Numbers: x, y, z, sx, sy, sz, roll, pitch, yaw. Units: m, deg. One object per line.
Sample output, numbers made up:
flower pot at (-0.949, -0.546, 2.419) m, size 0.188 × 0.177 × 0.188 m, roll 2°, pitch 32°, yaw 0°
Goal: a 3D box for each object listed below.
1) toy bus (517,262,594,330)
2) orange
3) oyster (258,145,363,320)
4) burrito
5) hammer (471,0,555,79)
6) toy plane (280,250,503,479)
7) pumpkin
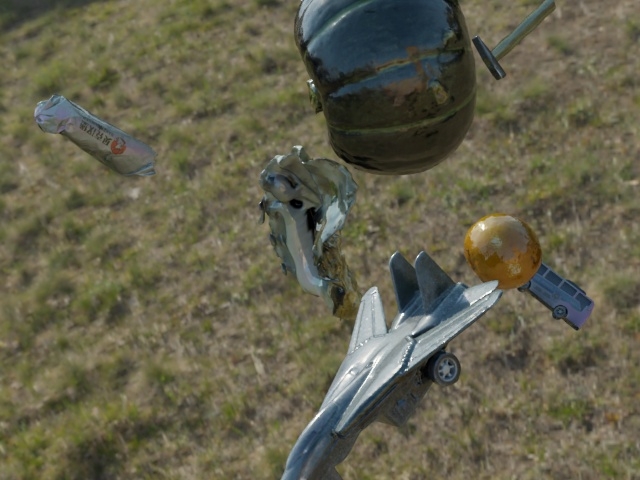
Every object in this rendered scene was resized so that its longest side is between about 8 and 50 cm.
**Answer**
toy bus at (0.304, 0.064, 1.246) m, size 0.130 × 0.037 × 0.052 m, roll 39°, pitch 85°, yaw 14°
orange at (0.185, 0.012, 0.951) m, size 0.070 × 0.083 × 0.083 m, roll -34°, pitch 37°, yaw -11°
oyster at (0.001, -0.001, 1.504) m, size 0.115 × 0.351 × 0.238 m, roll -32°, pitch 38°, yaw -15°
burrito at (-0.328, -0.149, 1.368) m, size 0.064 × 0.203 × 0.064 m, roll -21°, pitch 56°, yaw 34°
hammer at (0.261, -0.277, 1.224) m, size 0.013 × 0.062 × 0.199 m, roll -27°, pitch 13°, yaw 49°
toy plane at (0.047, 0.138, 0.819) m, size 0.267 × 0.088 × 0.212 m, roll -59°, pitch 23°, yaw -17°
pumpkin at (0.096, -0.250, 1.341) m, size 0.241 × 0.323 × 0.323 m, roll -19°, pitch 34°, yaw -1°
